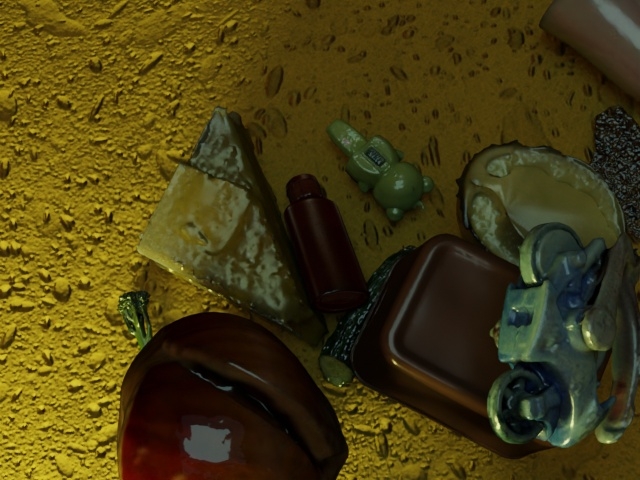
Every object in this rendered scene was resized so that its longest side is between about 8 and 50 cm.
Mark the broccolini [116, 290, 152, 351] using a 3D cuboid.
[{"bbox_3d":[-0.303,0.191,1.762,0.058,0.067,0.216,-12,80,3],"label":"broccolini"}]

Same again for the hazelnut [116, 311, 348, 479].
[{"bbox_3d":[-0.143,0.281,1.531,0.359,0.409,0.359,-4,101,-19],"label":"hazelnut"}]

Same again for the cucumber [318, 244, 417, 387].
[{"bbox_3d":[0.083,0.121,1.744,0.077,0.077,0.265,30,73,13],"label":"cucumber"}]

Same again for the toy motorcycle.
[{"bbox_3d":[0.351,0.139,1.404,0.241,0.182,0.319,17,74,-3],"label":"toy motorcycle"}]

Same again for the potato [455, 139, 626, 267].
[{"bbox_3d":[0.340,-0.022,1.697,0.285,0.242,0.243,22,74,3],"label":"potato"}]

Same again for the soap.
[{"bbox_3d":[-0.087,-0.031,1.757,0.338,0.169,0.305,26,85,12],"label":"soap"}]

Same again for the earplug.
[{"bbox_3d":[0.553,-0.340,1.827,0.172,0.172,0.301,-42,80,-10],"label":"earplug"}]

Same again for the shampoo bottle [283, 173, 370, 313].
[{"bbox_3d":[0.000,0.000,1.756,0.102,0.064,0.260,-5,52,-19],"label":"shampoo bottle"}]

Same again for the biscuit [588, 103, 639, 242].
[{"bbox_3d":[0.534,-0.121,1.812,0.131,0.026,0.237,-30,71,-4],"label":"biscuit"}]

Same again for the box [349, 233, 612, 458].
[{"bbox_3d":[0.245,0.164,1.598,0.339,0.229,0.239,28,76,0],"label":"box"}]

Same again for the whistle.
[{"bbox_3d":[0.097,-0.128,1.818,0.105,0.085,0.227,-44,75,-11],"label":"whistle"}]
